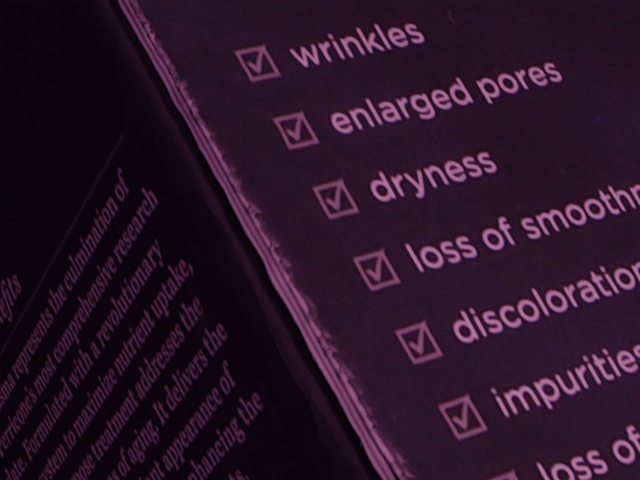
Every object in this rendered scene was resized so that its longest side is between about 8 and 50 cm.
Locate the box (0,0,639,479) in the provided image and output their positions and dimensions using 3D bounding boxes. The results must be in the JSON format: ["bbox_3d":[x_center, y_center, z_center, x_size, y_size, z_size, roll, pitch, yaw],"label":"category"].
[{"bbox_3d":[0.109,0.020,0.878,0.480,0.471,0.297,-15,158,-34],"label":"box"}]
